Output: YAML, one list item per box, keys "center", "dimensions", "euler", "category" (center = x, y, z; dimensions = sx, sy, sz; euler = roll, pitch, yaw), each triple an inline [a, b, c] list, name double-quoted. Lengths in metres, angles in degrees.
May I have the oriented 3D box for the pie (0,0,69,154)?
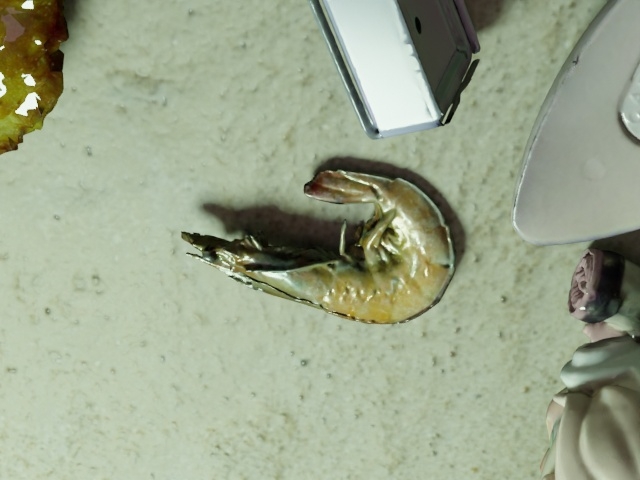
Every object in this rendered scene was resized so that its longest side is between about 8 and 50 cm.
- center: [-0.377, -0.206, 1.232]
  dimensions: [0.355, 0.103, 0.288]
  euler: [28, 118, -14]
  category: "pie"

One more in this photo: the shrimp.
- center: [0.000, -0.001, 1.340]
  dimensions: [0.251, 0.052, 0.143]
  euler: [8, 109, -7]
  category: "shrimp"

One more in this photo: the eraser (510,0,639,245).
- center: [0.256, -0.090, 1.252]
  dimensions: [0.204, 0.059, 0.243]
  euler: [42, 111, -16]
  category: "eraser"

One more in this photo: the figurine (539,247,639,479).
- center: [0.286, 0.165, 1.228]
  dimensions: [0.211, 0.361, 0.253]
  euler: [-25, 110, 30]
  category: "figurine"

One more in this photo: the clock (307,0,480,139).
- center: [0.053, -0.196, 1.166]
  dimensions: [0.073, 0.144, 0.193]
  euler: [-12, 117, 26]
  category: "clock"
